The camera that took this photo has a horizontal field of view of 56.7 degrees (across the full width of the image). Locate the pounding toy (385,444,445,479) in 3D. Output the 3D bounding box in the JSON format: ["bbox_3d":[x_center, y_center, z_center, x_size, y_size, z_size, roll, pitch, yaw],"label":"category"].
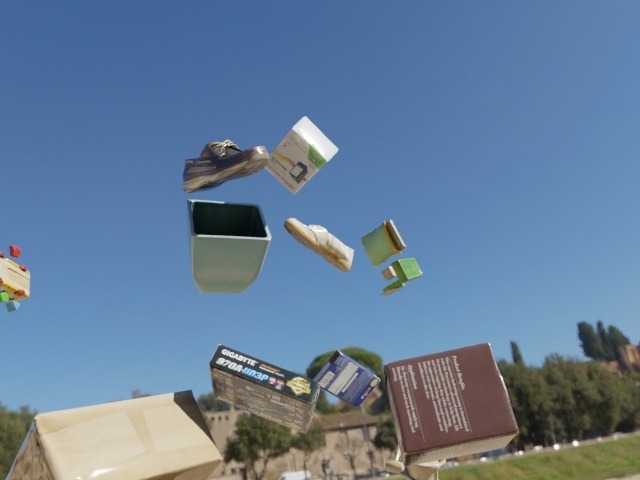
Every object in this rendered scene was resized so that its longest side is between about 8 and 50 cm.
[{"bbox_3d":[0.354,0.739,2.038,0.154,0.154,0.270,2,6,37],"label":"pounding toy"}]

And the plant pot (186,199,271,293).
[{"bbox_3d":[-0.318,0.037,1.949,0.248,0.247,0.252,2,-61,-18],"label":"plant pot"}]

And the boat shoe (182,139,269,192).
[{"bbox_3d":[-0.309,-0.241,1.807,0.356,0.130,0.132,-14,1,37],"label":"boat shoe"}]

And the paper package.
[{"bbox_3d":[-0.404,0.453,1.129,0.325,0.168,0.309,3,-48,-46],"label":"paper package"}]

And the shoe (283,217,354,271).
[{"bbox_3d":[0.000,0.000,1.420,0.219,0.058,0.077,37,-12,-34],"label":"shoe"}]

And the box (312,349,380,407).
[{"bbox_3d":[0.091,0.476,2.022,0.225,0.036,0.136,39,-90,-33],"label":"box"}]

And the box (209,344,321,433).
[{"bbox_3d":[-0.116,0.307,1.212,0.220,0.051,0.175,19,-36,8],"label":"box"}]

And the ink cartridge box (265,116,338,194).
[{"bbox_3d":[-0.070,-0.273,1.934,0.154,0.093,0.212,44,-42,-7],"label":"ink cartridge box"}]

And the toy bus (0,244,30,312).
[{"bbox_3d":[-0.973,0.113,1.786,0.105,0.202,0.191,-18,14,6],"label":"toy bus"}]

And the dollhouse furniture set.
[{"bbox_3d":[0.278,0.075,2.616,0.198,0.301,0.151,-36,-16,33],"label":"dollhouse furniture set"}]

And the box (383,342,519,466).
[{"bbox_3d":[0.235,0.313,1.115,0.203,0.168,0.167,-11,-29,1],"label":"box"}]
